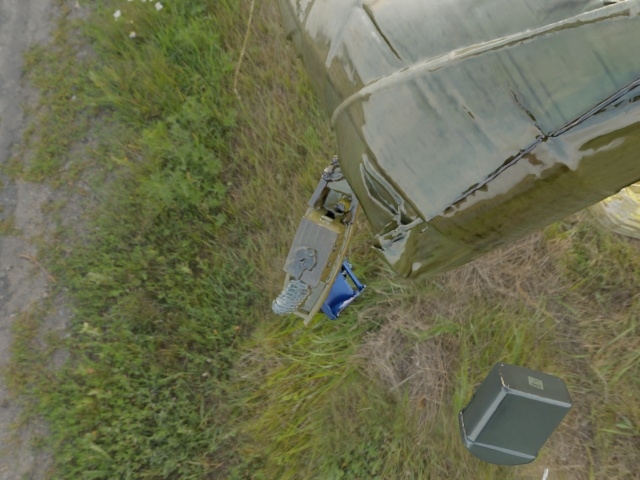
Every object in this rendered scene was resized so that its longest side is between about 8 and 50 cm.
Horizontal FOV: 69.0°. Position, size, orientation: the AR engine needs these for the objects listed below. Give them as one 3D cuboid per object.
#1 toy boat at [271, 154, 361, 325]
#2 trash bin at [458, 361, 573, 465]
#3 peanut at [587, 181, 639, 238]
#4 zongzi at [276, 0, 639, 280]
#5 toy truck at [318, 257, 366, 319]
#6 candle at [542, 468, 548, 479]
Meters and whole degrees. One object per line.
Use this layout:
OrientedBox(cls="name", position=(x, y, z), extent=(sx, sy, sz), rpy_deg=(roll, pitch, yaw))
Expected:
OrientedBox(cls="toy boat", position=(0.000, 0.000, 0.776), extent=(0.089, 0.121, 0.321), rpy_deg=(26, 112, 14))
OrientedBox(cls="trash bin", position=(0.417, 0.390, 1.028), extent=(0.176, 0.101, 0.236), rpy_deg=(15, 122, 0))
OrientedBox(cls="peanut", position=(0.498, -0.033, 0.690), extent=(0.206, 0.087, 0.087), rpy_deg=(35, 86, 34))
OrientedBox(cls="zongzi", position=(0.166, -0.255, 0.410), extent=(0.500, 0.218, 0.467), rpy_deg=(-32, 83, 39))
OrientedBox(cls="toy truck", position=(0.017, 0.083, 1.018), extent=(0.126, 0.208, 0.113), rpy_deg=(-35, 102, -1))
OrientedBox(cls="candle", position=(0.614, 0.775, 1.206), extent=(0.187, 0.187, 0.330), rpy_deg=(-19, 47, 9))
